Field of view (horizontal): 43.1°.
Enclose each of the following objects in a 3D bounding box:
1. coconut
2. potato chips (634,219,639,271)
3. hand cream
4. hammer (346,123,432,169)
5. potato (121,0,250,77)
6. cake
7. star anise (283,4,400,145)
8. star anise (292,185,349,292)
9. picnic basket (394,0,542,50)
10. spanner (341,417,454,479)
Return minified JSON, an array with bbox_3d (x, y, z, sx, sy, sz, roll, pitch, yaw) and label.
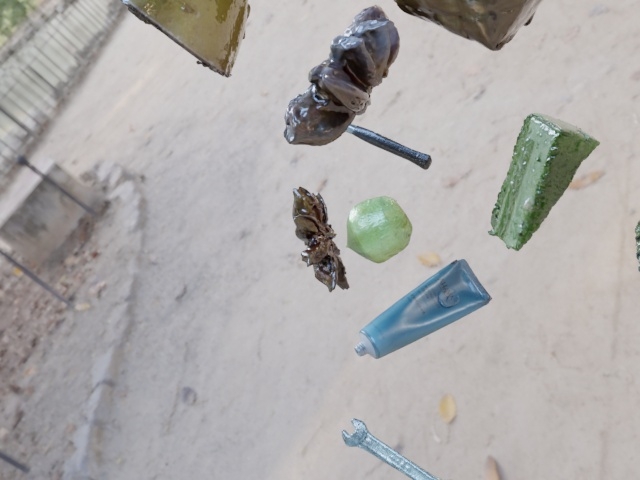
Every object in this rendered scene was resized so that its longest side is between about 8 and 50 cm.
[{"bbox_3d":[0.074,-0.013,1.085,0.096,0.088,0.088,-25,34,19],"label":"coconut"},{"bbox_3d":[0.621,-0.033,1.451,0.028,0.092,0.207,-34,-16,-50],"label":"potato chips"},{"bbox_3d":[0.148,0.112,1.211,0.224,0.083,0.048,-30,-13,-16],"label":"hand cream"},{"bbox_3d":[0.073,-0.181,1.344,0.029,0.246,0.103,-51,-20,-45],"label":"hammer"},{"bbox_3d":[-0.133,-0.260,0.805,0.117,0.202,0.182,-52,39,7],"label":"potato"},{"bbox_3d":[0.377,-0.095,1.381,0.100,0.099,0.235,-127,44,-52],"label":"cake"},{"bbox_3d":[0.030,-0.209,1.049,0.236,0.093,0.229,-57,0,-9],"label":"star anise"},{"bbox_3d":[0.000,0.000,1.943,0.088,0.288,0.288,-21,34,11],"label":"star anise"},{"bbox_3d":[0.156,-0.410,0.862,0.337,0.337,0.293,-28,7,30],"label":"picnic basket"},{"bbox_3d":[0.176,0.502,1.831,0.302,0.017,0.071,30,91,24],"label":"spanner"}]
